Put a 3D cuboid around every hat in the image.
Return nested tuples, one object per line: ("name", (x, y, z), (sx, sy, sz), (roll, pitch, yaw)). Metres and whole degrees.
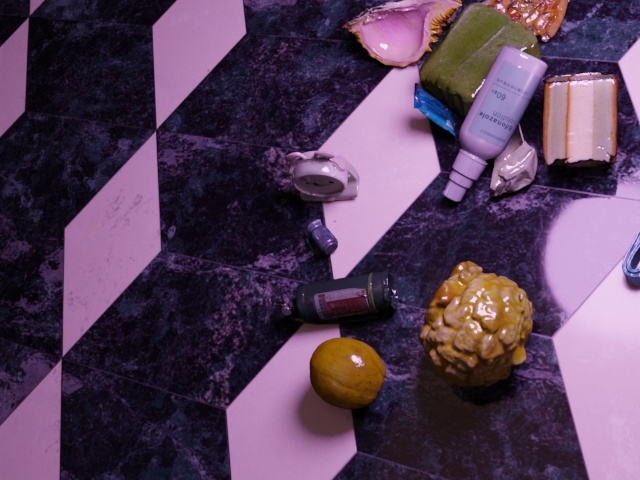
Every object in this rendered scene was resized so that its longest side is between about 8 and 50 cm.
("hat", (0.432, -0.179, 1.775), (0.122, 0.081, 0.166), (-45, 32, 44))

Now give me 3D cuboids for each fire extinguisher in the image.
("fire extinguisher", (0.023, 0.135, 1.779), (0.294, 0.118, 0.093), (-10, 30, 17))

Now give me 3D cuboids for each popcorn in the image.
("popcorn", (0.310, 0.163, 1.600), (0.237, 0.205, 0.252), (-37, 47, 19))

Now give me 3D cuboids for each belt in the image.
("belt", (0.680, 0.009, 1.595), (0.100, 0.065, 0.179), (14, 74, 36))

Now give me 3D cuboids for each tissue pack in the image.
("tissue pack", (0.270, -0.304, 1.840), (0.028, 0.138, 0.085), (-39, 33, 40))

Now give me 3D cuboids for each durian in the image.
("durian", (0.237, -0.557, 1.958), (0.305, 0.186, 0.196), (-14, 33, 34))

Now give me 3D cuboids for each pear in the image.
("pear", (0.057, 0.282, 1.675), (0.162, 0.149, 0.149), (21, 77, 17))

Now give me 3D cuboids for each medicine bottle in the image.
("medicine bottle", (0.371, -0.249, 1.746), (0.110, 0.110, 0.352), (35, 109, 29))

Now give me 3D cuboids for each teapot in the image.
("teapot", (0.004, -0.002, 1.876), (0.049, 0.064, 0.083), (-21, 54, -24))

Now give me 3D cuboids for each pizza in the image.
("pizza", (0.491, -0.569, 1.911), (0.226, 0.069, 0.147), (39, 88, 30))

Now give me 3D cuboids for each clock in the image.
("clock", (-0.001, -0.155, 1.853), (0.151, 0.191, 0.062), (-3, 67, 21))

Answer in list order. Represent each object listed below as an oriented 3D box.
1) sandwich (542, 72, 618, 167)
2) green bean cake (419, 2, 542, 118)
("sandwich", (0.568, -0.260, 1.732), (0.155, 0.227, 0.199), (1, 104, 20))
("green bean cake", (0.369, -0.417, 1.864), (0.248, 0.125, 0.222), (-43, 58, -3))
